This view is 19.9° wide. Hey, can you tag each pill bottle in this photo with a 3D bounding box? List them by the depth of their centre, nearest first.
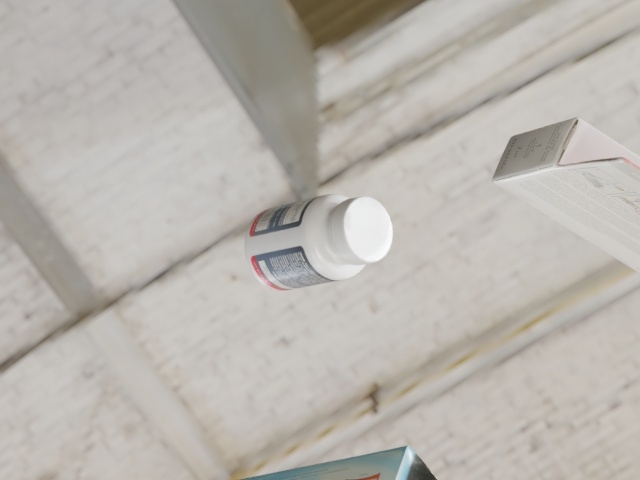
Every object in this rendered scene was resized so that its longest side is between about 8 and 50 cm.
[{"bbox_3d":[0.000,0.000,2.241,0.180,0.108,0.108,-12,-149,49],"label":"pill bottle"}]

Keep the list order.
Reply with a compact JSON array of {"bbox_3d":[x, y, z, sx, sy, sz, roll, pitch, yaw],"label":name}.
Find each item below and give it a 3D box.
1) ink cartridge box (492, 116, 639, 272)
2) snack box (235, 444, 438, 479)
[{"bbox_3d":[0.360,-0.026,1.855,0.066,0.296,0.261,-65,-161,-14],"label":"ink cartridge box"},{"bbox_3d":[0.068,0.295,1.419,0.187,0.322,0.060,-16,-144,34],"label":"snack box"}]
